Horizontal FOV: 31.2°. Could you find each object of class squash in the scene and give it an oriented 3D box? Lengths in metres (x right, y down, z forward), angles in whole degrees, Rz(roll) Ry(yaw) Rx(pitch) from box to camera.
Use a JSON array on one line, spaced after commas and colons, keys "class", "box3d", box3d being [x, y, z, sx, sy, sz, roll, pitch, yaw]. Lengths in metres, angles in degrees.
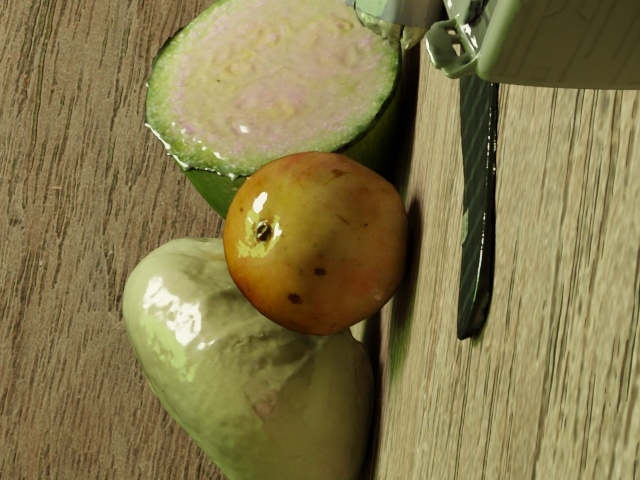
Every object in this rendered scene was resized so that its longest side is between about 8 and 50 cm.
[{"class": "squash", "box3d": [-0.019, -0.109, 1.395, 0.308, 0.311, 0.310, 66, -156, -52]}]

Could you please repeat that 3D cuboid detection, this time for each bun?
[{"class": "bun", "box3d": [-0.058, 0.127, 1.312, 0.213, 0.361, 0.361, -43, 14, 12]}]

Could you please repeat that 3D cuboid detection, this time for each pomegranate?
[{"class": "pomegranate", "box3d": [0.000, -0.002, 1.131, 0.191, 0.191, 0.191, -173, 90, -87]}]

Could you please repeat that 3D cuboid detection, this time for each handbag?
[{"class": "handbag", "box3d": [0.080, -0.271, 1.083, 0.117, 0.095, 0.173, -80, 2, -72]}]

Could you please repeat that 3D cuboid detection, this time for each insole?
[{"class": "insole", "box3d": [0.109, -0.070, 0.811, 0.110, 0.012, 0.309, 104, 173, -59]}]

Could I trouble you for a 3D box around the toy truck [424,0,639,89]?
[{"class": "toy truck", "box3d": [0.101, -0.151, 0.327, 0.242, 0.101, 0.125, 105, 161, -50]}]
